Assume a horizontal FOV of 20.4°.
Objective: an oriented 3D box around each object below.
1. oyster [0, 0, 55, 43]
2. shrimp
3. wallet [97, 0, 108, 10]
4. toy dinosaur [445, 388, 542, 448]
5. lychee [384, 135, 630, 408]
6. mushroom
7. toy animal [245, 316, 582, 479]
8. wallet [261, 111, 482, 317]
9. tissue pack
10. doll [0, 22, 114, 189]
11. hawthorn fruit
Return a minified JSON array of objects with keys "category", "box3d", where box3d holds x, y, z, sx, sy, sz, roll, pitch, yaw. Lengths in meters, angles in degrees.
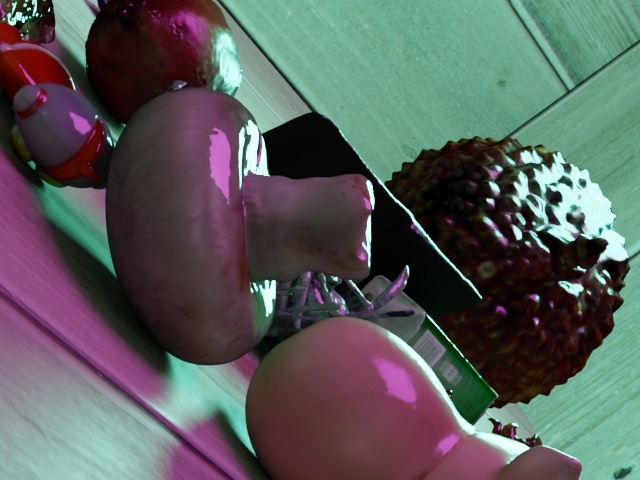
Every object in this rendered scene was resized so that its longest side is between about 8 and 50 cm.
[{"category":"oyster","box3d":[-0.336,-0.302,1.769,0.221,0.096,0.361,47,5,-4]},{"category":"shrimp","box3d":[-0.053,0.013,1.890,0.410,0.166,0.221,42,11,6]},{"category":"wallet","box3d":[-0.251,-0.272,2.437,0.111,0.030,0.166,51,4,14]},{"category":"toy dinosaur","box3d":[0.139,0.281,1.940,0.208,0.097,0.432,50,31,-5]},{"category":"lychee","box3d":[0.263,0.045,2.672,0.424,0.424,0.500,52,-24,-15]},{"category":"mushroom","box3d":[-0.063,-0.017,1.510,0.243,0.243,0.243,53,7,-9]},{"category":"toy animal","box3d":[0.078,0.212,1.573,0.326,0.237,0.269,45,1,-26]},{"category":"wallet","box3d":[0.000,0.000,2.035,0.323,0.247,0.041,49,41,-27]},{"category":"tissue pack","box3d":[0.072,0.147,2.044,0.156,0.148,0.209,39,-5,41]},{"category":"doll","box3d":[-0.235,-0.110,1.558,0.142,0.076,0.245,47,6,-39]},{"category":"hawthorn fruit","box3d":[-0.192,-0.217,1.997,0.181,0.181,0.235,58,8,31]}]
